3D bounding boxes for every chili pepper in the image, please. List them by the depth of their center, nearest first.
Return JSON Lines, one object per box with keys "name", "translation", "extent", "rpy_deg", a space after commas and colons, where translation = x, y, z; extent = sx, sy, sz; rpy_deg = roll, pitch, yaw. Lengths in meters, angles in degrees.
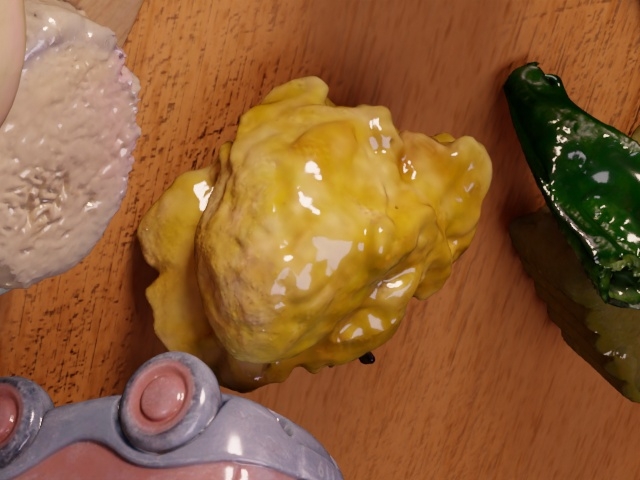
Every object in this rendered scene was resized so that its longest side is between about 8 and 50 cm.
{"name": "chili pepper", "translation": [0.216, -0.049, 1.447], "extent": [0.108, 0.216, 0.062], "rpy_deg": [-30, 173, -14]}

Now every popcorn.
{"name": "popcorn", "translation": [-0.004, 0.000, 1.299], "extent": [0.191, 0.190, 0.253], "rpy_deg": [38, 92, -18]}

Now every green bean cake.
{"name": "green bean cake", "translation": [0.289, -0.011, 1.589], "extent": [0.236, 0.124, 0.233], "rpy_deg": [-40, 139, -8]}

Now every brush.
{"name": "brush", "translation": [-0.167, -0.120, 1.094], "extent": [0.266, 0.166, 0.174], "rpy_deg": [-49, 139, -2]}

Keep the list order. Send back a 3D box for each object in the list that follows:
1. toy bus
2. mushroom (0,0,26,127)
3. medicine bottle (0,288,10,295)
{"name": "toy bus", "translation": [-0.128, 0.224, 1.279], "extent": [0.294, 0.231, 0.197], "rpy_deg": [-9, 151, 25]}
{"name": "mushroom", "translation": [-0.295, -0.128, 0.854], "extent": [0.325, 0.353, 0.353], "rpy_deg": [-4, 123, -44]}
{"name": "medicine bottle", "translation": [-0.230, 0.019, 1.233], "extent": [0.083, 0.047, 0.047], "rpy_deg": [-28, 135, -20]}
